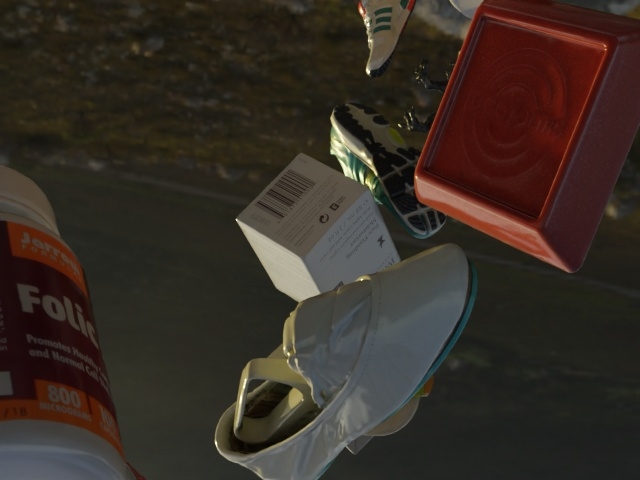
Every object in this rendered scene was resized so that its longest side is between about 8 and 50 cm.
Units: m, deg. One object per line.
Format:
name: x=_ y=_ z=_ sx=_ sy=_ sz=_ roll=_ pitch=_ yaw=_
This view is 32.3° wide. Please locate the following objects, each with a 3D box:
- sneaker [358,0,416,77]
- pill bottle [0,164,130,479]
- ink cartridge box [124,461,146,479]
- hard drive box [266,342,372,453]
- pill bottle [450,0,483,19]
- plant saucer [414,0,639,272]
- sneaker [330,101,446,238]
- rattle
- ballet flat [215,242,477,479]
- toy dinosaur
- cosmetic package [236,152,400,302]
sneaker: x=0.081 y=-0.306 z=1.586 sx=0.075 sy=0.161 sz=0.057 roll=24 pitch=156 yaw=-1
pill bottle: x=-0.318 y=0.114 z=1.039 sx=0.224 sy=0.392 sz=0.224 roll=-12 pitch=134 yaw=-13
ink cartridge box: x=-0.056 y=0.277 z=0.893 sx=0.056 sy=0.225 sz=0.181 roll=-34 pitch=148 yaw=-8
hard drive box: x=0.008 y=0.233 z=1.767 sx=0.181 sy=0.089 sz=0.232 roll=47 pitch=173 yaw=-3
pill bottle: x=0.244 y=-0.395 z=1.434 sx=0.117 sy=0.208 sz=0.117 roll=17 pitch=160 yaw=6
plant saucer: x=0.212 y=-0.130 z=1.162 sx=0.047 sy=0.259 sz=0.258 roll=15 pitch=-170 yaw=-40
sneaker: x=0.103 y=-0.100 z=1.713 sx=0.107 sy=0.275 sz=0.110 roll=-15 pitch=142 yaw=-28
rattle: x=0.051 y=0.222 z=1.532 sx=0.130 sy=0.199 sz=0.143 roll=48 pitch=-172 yaw=-3
ballet flat: x=0.002 y=0.130 z=1.070 sx=0.139 sy=0.139 sz=0.400 roll=13 pitch=140 yaw=-22
toy dinosaur: x=0.184 y=-0.192 z=1.605 sx=0.118 sy=0.268 sz=0.064 roll=20 pitch=153 yaw=-16
cosmetic package: x=0.000 y=0.000 z=1.659 sx=0.151 sy=0.151 sz=0.184 roll=30 pitch=160 yaw=38
